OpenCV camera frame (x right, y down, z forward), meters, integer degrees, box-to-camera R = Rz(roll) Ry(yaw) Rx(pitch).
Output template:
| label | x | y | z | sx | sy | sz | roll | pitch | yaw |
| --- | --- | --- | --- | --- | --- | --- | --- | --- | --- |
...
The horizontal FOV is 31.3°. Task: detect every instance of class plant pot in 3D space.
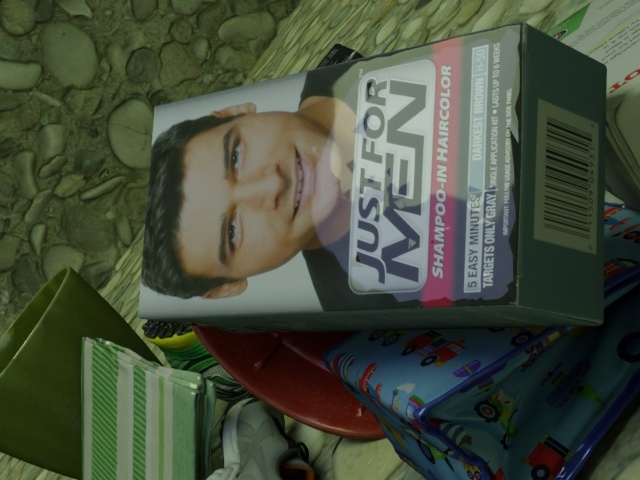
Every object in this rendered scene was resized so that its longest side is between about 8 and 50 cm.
| label | x | y | z | sx | sy | sz | roll | pitch | yaw |
| --- | --- | --- | --- | --- | --- | --- | --- | --- | --- |
| plant pot | 0.037 | 0.015 | 1.181 | 0.272 | 0.272 | 0.265 | -31 | 18 | 53 |
| plant pot | -0.325 | 0.231 | 1.634 | 0.275 | 0.293 | 0.275 | -47 | 17 | 19 |

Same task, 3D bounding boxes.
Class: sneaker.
| label | x | y | z | sx | sy | sz | roll | pitch | yaw |
| --- | --- | --- | --- | --- | --- | --- | --- | --- | --- |
| sneaker | -0.054 | 0.246 | 1.234 | 0.108 | 0.100 | 0.271 | -18 | 16 | 7 |
| sneaker | -0.085 | 0.140 | 1.490 | 0.134 | 0.146 | 0.343 | -45 | 25 | -29 |

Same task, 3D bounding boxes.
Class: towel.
| label | x | y | z | sx | sy | sz | roll | pitch | yaw |
| --- | --- | --- | --- | --- | --- | --- | --- | --- | --- |
| towel | -0.215 | 0.256 | 1.380 | 0.324 | 0.038 | 0.248 | 10 | 100 | 55 |

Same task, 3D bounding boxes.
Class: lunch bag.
| label | x | y | z | sx | sy | sz | roll | pitch | yaw |
| --- | --- | --- | --- | --- | --- | --- | --- | --- | --- |
| lunch bag | 0.178 | 0.067 | 0.920 | 0.293 | 0.138 | 0.221 | -41 | 15 | -11 |

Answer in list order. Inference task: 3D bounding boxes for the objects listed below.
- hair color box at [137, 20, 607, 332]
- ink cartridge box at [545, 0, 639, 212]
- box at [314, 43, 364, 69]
| label | x | y | z | sx | sy | sz | roll | pitch | yaw |
| --- | --- | --- | --- | --- | --- | --- | --- | --- | --- |
| hair color box | 0.024 | -0.028 | 0.866 | 0.374 | 0.113 | 0.186 | -6 | 77 | 43 |
| ink cartridge box | 0.290 | -0.136 | 0.929 | 0.201 | 0.117 | 0.278 | -34 | 17 | 4 |
| box | 0.037 | -0.255 | 2.034 | 0.153 | 0.108 | 0.207 | -50 | 16 | 6 |
